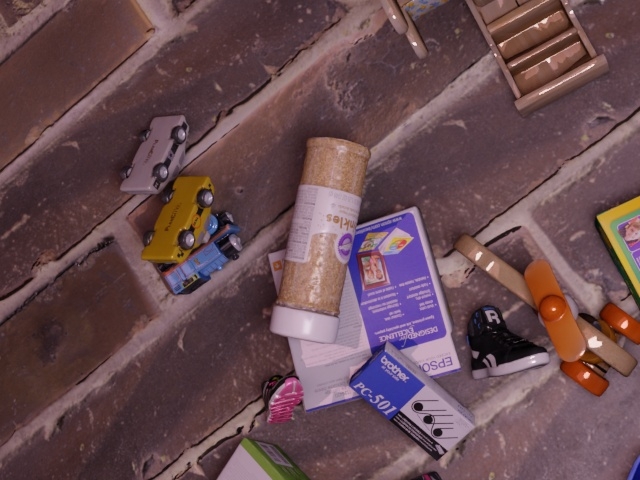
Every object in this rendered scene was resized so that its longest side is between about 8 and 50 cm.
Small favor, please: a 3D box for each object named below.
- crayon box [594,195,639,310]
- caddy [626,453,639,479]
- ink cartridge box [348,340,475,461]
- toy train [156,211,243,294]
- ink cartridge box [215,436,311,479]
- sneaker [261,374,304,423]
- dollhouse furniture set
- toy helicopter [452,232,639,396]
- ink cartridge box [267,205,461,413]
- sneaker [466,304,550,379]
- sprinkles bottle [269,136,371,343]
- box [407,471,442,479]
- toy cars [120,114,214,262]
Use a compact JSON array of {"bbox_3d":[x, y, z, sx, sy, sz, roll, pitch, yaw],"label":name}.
[{"bbox_3d":[0.583,0.050,1.588,0.165,0.081,0.278,-25,74,7],"label":"crayon box"},{"bbox_3d":[0.547,0.442,1.434,0.241,0.179,0.341,25,49,21],"label":"caddy"},{"bbox_3d":[0.158,0.277,1.691,0.207,0.046,0.097,41,110,-4],"label":"ink cartridge box"},{"bbox_3d":[-0.232,0.024,1.909,0.184,0.080,0.105,-36,81,9],"label":"toy train"},{"bbox_3d":[-0.126,0.515,1.758,0.189,0.097,0.255,38,97,42],"label":"ink cartridge box"},{"bbox_3d":[-0.075,0.274,1.782,0.063,0.170,0.075,-9,62,-16],"label":"sneaker"},{"bbox_3d":[0.318,-0.392,1.590,0.362,0.394,0.257,-28,74,15],"label":"dollhouse furniture set"},{"bbox_3d":[0.357,0.102,1.593,0.355,0.235,0.140,38,97,21],"label":"toy helicopter"},{"bbox_3d":[0.080,0.128,1.784,0.303,0.072,0.307,-18,79,16],"label":"ink cartridge box"},{"bbox_3d":[0.298,0.163,1.626,0.079,0.217,0.121,-8,80,-19],"label":"sneaker"},{"bbox_3d":[0.000,0.000,1.731,0.121,0.121,0.356,9,86,21],"label":"sprinkles bottle"},{"bbox_3d":[0.143,0.491,1.598,0.143,0.270,0.165,-36,73,13],"label":"box"},{"bbox_3d":[-0.285,-0.091,1.891,0.176,0.087,0.394,-33,45,6],"label":"toy cars"}]
